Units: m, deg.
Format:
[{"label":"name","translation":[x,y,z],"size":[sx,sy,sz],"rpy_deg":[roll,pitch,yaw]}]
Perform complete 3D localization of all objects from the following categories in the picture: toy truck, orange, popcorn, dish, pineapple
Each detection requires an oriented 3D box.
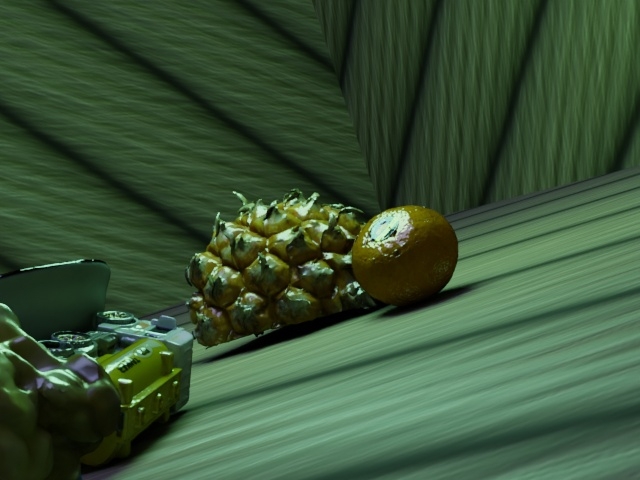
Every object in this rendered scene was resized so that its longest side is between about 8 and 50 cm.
[{"label":"toy truck","translation":[-0.187,0.135,1.023],"size":[0.114,0.098,0.227],"rpy_deg":[7,9,11]},{"label":"orange","translation":[0.106,0.020,1.361],"size":[0.135,0.117,0.135],"rpy_deg":[-25,43,26]},{"label":"popcorn","translation":[-0.246,0.122,0.654],"size":[0.251,0.206,0.237],"rpy_deg":[-7,-16,-16]},{"label":"dish","translation":[-0.340,0.127,1.112],"size":[0.316,0.106,0.316],"rpy_deg":[-22,-9,-4]},{"label":"pineapple","translation":[0.003,-0.001,1.524],"size":[0.286,0.209,0.344],"rpy_deg":[-17,1,39]}]

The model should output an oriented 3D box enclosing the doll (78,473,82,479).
[{"label":"doll","translation":[-0.238,0.180,0.828],"size":[0.206,0.067,0.110],"rpy_deg":[-1,23,47]}]
